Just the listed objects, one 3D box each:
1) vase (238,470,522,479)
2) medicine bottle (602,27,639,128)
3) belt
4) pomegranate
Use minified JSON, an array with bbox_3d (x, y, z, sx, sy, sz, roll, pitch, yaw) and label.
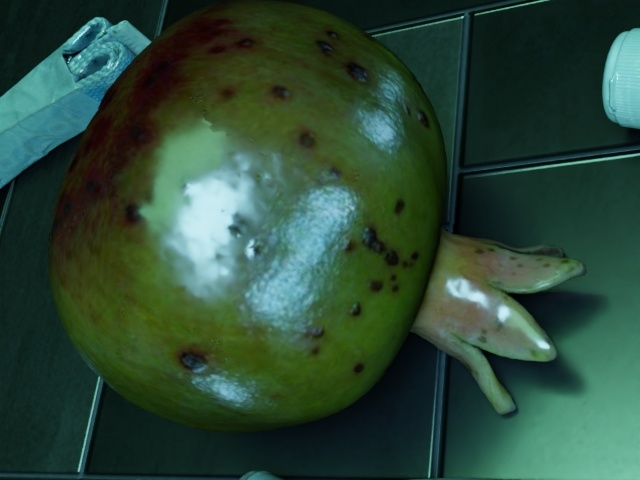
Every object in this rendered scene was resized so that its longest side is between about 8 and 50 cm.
[{"bbox_3d":[0.039,0.182,0.611,0.214,0.086,0.086,-1,64,34],"label":"vase"},{"bbox_3d":[0.295,-0.093,0.605,0.229,0.083,0.121,11,74,35],"label":"medicine bottle"},{"bbox_3d":[-0.293,-0.120,0.963,0.302,0.072,0.087,-30,56,13],"label":"belt"},{"bbox_3d":[-0.013,-0.006,0.664,0.291,0.323,0.290,-40,41,48],"label":"pomegranate"}]
